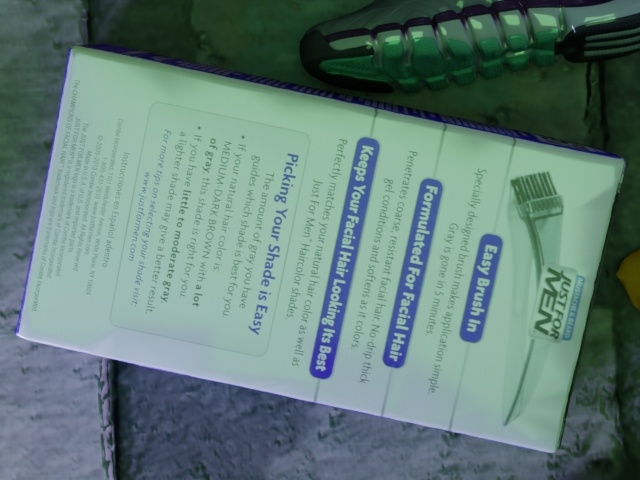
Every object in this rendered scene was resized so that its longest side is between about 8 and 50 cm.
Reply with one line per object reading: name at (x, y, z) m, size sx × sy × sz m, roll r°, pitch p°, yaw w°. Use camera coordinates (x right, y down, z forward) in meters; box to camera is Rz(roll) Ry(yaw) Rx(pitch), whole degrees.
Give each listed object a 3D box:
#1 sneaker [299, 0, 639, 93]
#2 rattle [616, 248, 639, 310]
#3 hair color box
sneaker at (0.095, -0.154, 0.987) m, size 0.224 × 0.083 × 0.098 m, roll -7°, pitch 75°, yaw 1°
rattle at (0.276, 0.029, 0.931) m, size 0.143 × 0.199 × 0.130 m, roll 34°, pitch 98°, yaw -3°
hair color box at (0.000, 0.000, 0.986) m, size 0.339 × 0.110 × 0.185 m, roll 13°, pitch 98°, yaw 2°
